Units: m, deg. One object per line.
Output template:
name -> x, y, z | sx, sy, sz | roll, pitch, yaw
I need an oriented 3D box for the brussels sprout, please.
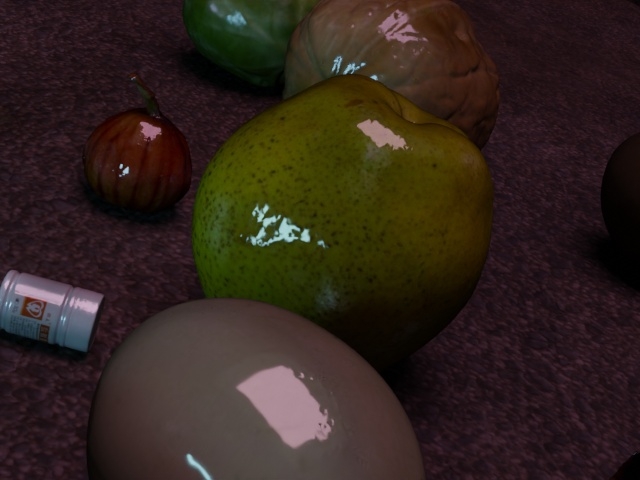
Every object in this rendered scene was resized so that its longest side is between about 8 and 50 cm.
brussels sprout -> -0.087, -0.341, 1.751 | 0.244, 0.244, 0.244 | 14, 27, -7

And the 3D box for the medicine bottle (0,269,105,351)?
medicine bottle -> -0.245, 0.064, 1.041 | 0.089, 0.057, 0.057 | 15, 27, -5

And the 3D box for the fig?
fig -> -0.209, -0.104, 1.311 | 0.128, 0.150, 0.128 | -11, -1, 0

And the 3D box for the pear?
pear -> 0.021, -0.004, 1.091 | 0.294, 0.294, 0.294 | 14, 27, -7

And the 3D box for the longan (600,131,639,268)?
longan -> 0.486, -0.054, 1.523 | 0.248, 0.248, 0.248 | 14, 27, -7

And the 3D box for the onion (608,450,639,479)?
onion -> 0.354, 0.249, 0.885 | 0.281, 0.221, 0.281 | -9, 38, 7

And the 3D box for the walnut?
walnut -> 0.096, -0.208, 1.548 | 0.277, 0.252, 0.313 | 17, 20, 26

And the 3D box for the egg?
egg -> -0.048, 0.158, 0.808 | 0.219, 0.219, 0.269 | -9, 33, -42
